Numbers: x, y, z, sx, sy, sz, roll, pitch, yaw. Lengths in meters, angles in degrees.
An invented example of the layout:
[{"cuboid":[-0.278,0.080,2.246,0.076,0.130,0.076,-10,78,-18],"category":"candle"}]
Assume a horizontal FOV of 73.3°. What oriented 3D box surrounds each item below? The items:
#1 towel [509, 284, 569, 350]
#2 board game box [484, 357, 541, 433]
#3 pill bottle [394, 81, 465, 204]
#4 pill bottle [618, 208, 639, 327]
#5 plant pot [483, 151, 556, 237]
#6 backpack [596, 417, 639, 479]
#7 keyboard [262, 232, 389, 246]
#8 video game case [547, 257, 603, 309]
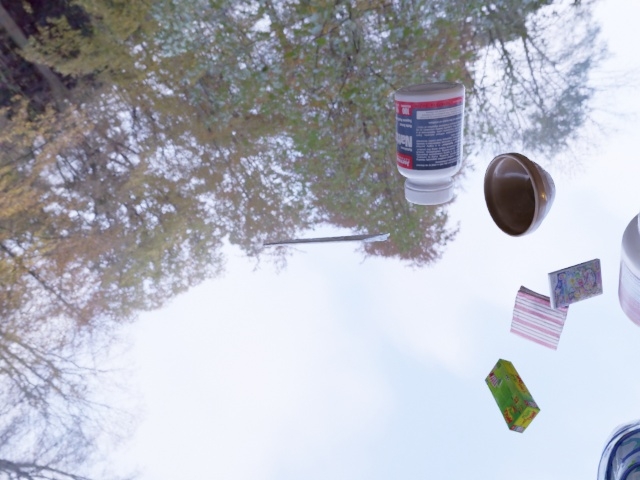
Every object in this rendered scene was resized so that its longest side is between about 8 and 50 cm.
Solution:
[{"cuboid":[0.656,0.235,1.297,0.144,0.197,0.029,23,-135,36],"category":"towel"},{"cuboid":[0.528,0.427,1.196,0.043,0.092,0.181,17,-155,-10],"category":"board game box"},{"cuboid":[0.176,-0.156,0.699,0.107,0.180,0.108,-6,-155,3],"category":"pill bottle"},{"cuboid":[0.436,0.027,0.523,0.121,0.216,0.121,-17,-130,22],"category":"pill bottle"},{"cuboid":[0.570,-0.135,1.206,0.109,0.238,0.237,-13,-141,-11],"category":"plant pot"},{"cuboid":[0.622,0.495,0.736,0.289,0.273,0.356,-3,-113,36],"category":"backpack"},{"cuboid":[0.000,0.000,0.761,0.072,0.014,0.255,-3,180,-44],"category":"keyboard"},{"cuboid":[0.565,0.096,0.954,0.121,0.087,0.011,-16,-164,-4],"category":"video game case"}]
